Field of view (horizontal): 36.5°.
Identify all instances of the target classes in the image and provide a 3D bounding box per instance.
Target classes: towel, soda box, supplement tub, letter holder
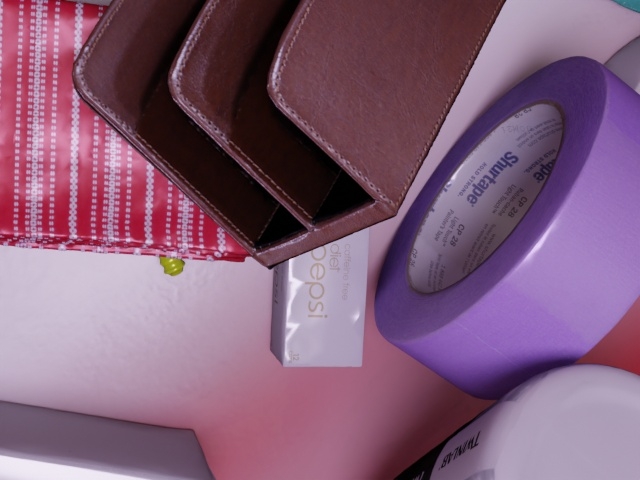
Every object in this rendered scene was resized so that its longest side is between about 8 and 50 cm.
[{"bbox_3d":[-0.176,-0.088,0.768,0.275,0.031,0.198,4,93,-12],"label":"towel"},{"bbox_3d":[0.000,0.000,0.855,0.074,0.069,0.216,1,95,-13],"label":"soda box"},{"bbox_3d":[0.148,0.233,0.735,0.194,0.316,0.193,9,59,-15],"label":"supplement tub"},{"bbox_3d":[-0.008,-0.172,0.712,0.214,0.152,0.302,43,53,-19],"label":"letter holder"}]

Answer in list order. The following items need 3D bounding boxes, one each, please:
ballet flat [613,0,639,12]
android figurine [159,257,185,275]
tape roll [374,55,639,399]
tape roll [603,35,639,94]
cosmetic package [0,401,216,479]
[{"bbox_3d":[0.286,-0.257,0.882,0.247,0.087,0.083,9,94,-14],"label":"ballet flat"},{"bbox_3d":[-0.149,-0.106,0.816,0.248,0.056,0.273,-23,99,-10],"label":"android figurine"},{"bbox_3d":[0.161,-0.012,0.784,0.090,0.275,0.275,35,88,-15],"label":"tape roll"},{"bbox_3d":[0.382,-0.070,0.920,0.286,0.100,0.286,-1,96,-13],"label":"tape roll"},{"bbox_3d":[-0.294,0.241,0.769,0.385,0.156,0.217,11,92,-13],"label":"cosmetic package"}]
